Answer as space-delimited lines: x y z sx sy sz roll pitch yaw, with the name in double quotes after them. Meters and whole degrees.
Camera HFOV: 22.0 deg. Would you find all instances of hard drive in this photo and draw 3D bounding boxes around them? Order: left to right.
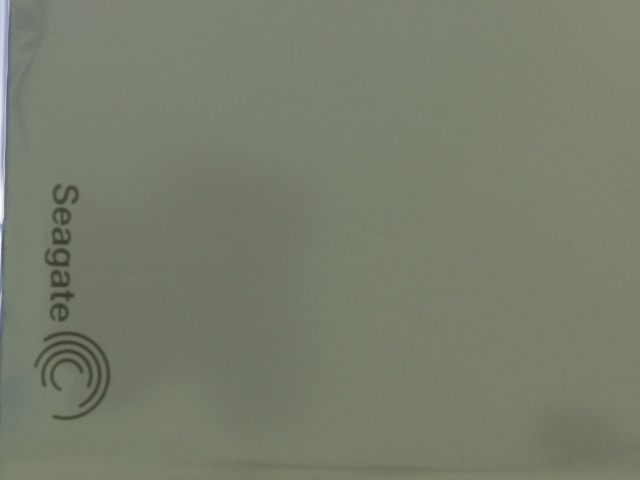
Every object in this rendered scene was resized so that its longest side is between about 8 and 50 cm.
0.062 -0.018 0.596 0.353 0.047 0.233 2 -106 -13 "hard drive"
